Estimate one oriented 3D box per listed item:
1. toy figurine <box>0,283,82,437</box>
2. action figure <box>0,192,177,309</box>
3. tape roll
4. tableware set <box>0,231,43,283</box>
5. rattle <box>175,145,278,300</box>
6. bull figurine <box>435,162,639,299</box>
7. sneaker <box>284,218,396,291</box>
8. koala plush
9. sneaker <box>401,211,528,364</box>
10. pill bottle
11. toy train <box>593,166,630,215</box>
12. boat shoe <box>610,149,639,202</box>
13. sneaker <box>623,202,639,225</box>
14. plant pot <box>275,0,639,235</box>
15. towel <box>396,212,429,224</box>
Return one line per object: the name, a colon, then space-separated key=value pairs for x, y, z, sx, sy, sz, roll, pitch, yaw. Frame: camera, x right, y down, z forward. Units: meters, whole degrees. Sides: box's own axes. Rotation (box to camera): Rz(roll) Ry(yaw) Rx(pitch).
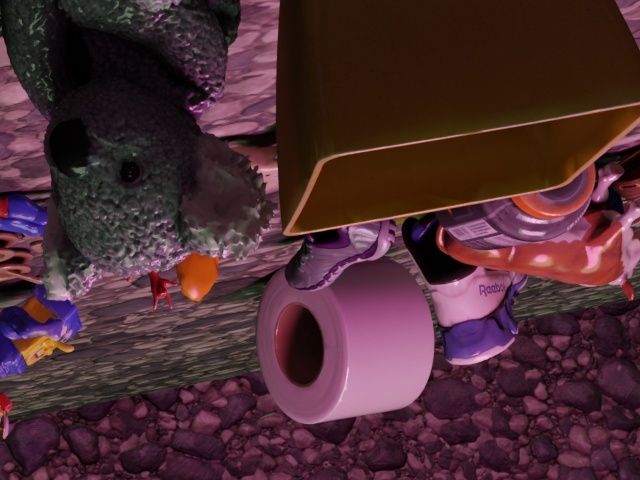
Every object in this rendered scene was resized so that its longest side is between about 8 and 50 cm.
toy figurine: x=-0.405 y=0.097 z=1.929 sx=0.217 sy=0.191 sz=0.362 roll=-40 pitch=168 yaw=-15
action figure: x=-0.240 y=0.011 z=1.537 sx=0.280 sy=0.139 sz=0.091 roll=-10 pitch=171 yaw=-24
tape roll: x=0.034 y=0.151 z=2.269 sx=0.169 sy=0.246 sz=0.246 roll=-5 pitch=167 yaw=-36
tableware set: x=-0.381 y=0.028 z=1.708 sx=0.128 sy=0.039 sz=0.194 roll=-11 pitch=169 yaw=-3
rattle: x=-0.065 y=-0.036 z=1.481 sx=0.200 sy=0.142 sz=0.130 roll=-10 pitch=153 yaw=21
bull figurine: x=0.303 y=-0.014 z=1.849 sx=0.310 sy=0.101 sz=0.188 roll=4 pitch=136 yaw=-19
sneaker: x=0.000 y=0.000 z=1.955 sx=0.098 sy=0.083 sz=0.224 roll=19 pitch=149 yaw=-30
koala plush: x=-0.122 y=-0.078 z=0.941 sx=0.196 sy=0.221 sz=0.203 roll=-17 pitch=169 yaw=21
sneaker: x=0.195 y=0.014 z=1.993 sx=0.127 sy=0.182 sz=0.315 roll=-17 pitch=-159 yaw=13
pill bottle: x=0.210 y=-0.060 z=1.575 sx=0.130 sy=0.130 sz=0.246 roll=-10 pitch=178 yaw=-11
toy train: x=0.373 y=-0.045 z=2.033 sx=0.248 sy=0.105 sz=0.143 roll=-11 pitch=180 yaw=-4
boat shoe: x=0.436 y=-0.101 z=1.880 sx=0.060 sy=0.064 sz=0.178 roll=23 pitch=145 yaw=-25
sneaker: x=0.504 y=-0.043 z=2.323 sx=0.118 sy=0.042 sz=0.067 roll=-17 pitch=165 yaw=14
plant pot: x=0.070 y=-0.131 z=0.974 sx=0.212 sy=0.187 sz=0.212 roll=-10 pitch=169 yaw=-10
towel: x=0.156 y=-0.055 z=1.924 sx=0.102 sy=0.021 sz=0.237 roll=-9 pitch=169 yaw=-14
